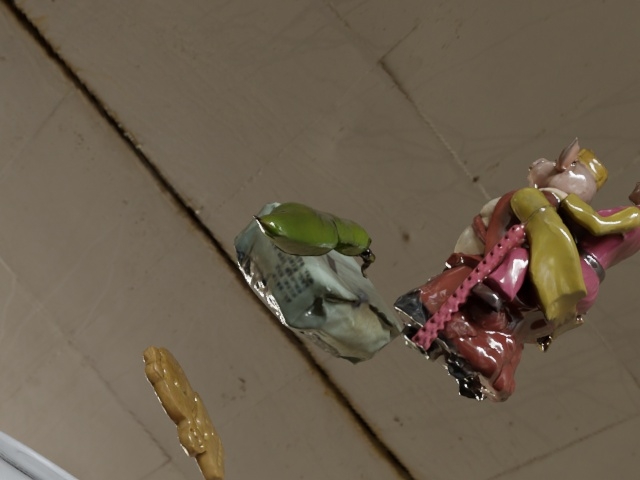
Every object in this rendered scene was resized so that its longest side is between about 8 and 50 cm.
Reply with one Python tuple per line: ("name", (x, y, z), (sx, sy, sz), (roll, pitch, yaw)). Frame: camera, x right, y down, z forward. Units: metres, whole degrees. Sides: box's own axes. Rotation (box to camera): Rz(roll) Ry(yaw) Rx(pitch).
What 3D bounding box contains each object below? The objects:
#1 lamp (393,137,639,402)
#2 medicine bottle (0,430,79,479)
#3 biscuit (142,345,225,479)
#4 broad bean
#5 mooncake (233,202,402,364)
("lamp", (0.169, 0.003, 0.555), (0.118, 0.118, 0.253), (44, -97, -6))
("medicine bottle", (-0.187, 0.191, 0.315), (0.135, 0.215, 0.135), (29, -19, 11))
("biscuit", (-0.161, 0.208, 0.916), (0.027, 0.133, 0.184), (-26, -89, 0))
("broad bean", (0.004, -0.007, 0.911), (0.067, 0.325, 0.075), (-35, -108, 19))
("mooncake", (-0.009, 0.079, 1.221), (0.136, 0.254, 0.250), (-42, -40, 11))
